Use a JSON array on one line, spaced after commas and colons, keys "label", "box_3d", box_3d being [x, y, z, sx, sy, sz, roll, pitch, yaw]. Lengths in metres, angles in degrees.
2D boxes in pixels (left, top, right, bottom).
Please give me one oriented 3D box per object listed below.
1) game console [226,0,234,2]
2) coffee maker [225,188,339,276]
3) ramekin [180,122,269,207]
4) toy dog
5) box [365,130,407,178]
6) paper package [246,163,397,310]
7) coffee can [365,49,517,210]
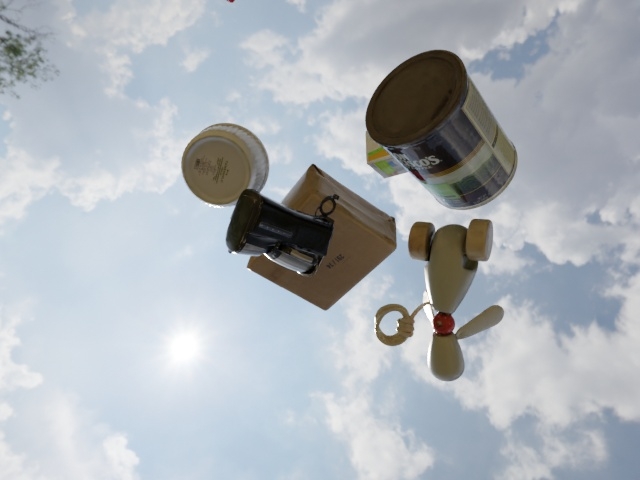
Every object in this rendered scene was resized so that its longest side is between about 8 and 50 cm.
[{"label": "game console", "box_3d": [0.046, -0.392, 0.352, 0.342, 0.060, 0.386, 21, -87, 37]}, {"label": "coffee maker", "box_3d": [-0.075, -0.034, 0.827, 0.120, 0.178, 0.171, -9, -115, 50]}, {"label": "ramekin", "box_3d": [-0.234, -0.175, 1.034, 0.207, 0.207, 0.109, -19, -165, 11]}, {"label": "toy dog", "box_3d": [0.271, 0.100, 0.890, 0.220, 0.161, 0.333, 28, -70, 30]}, {"label": "box", "box_3d": [0.235, -0.253, 1.133, 0.203, 0.114, 0.103, -12, -111, 32]}, {"label": "paper package", "box_3d": [0.000, 0.000, 1.236, 0.325, 0.310, 0.168, -46, -157, 30]}, {"label": "coffee can", "box_3d": [0.250, -0.208, 0.862, 0.202, 0.275, 0.201, -22, -126, 34]}]
